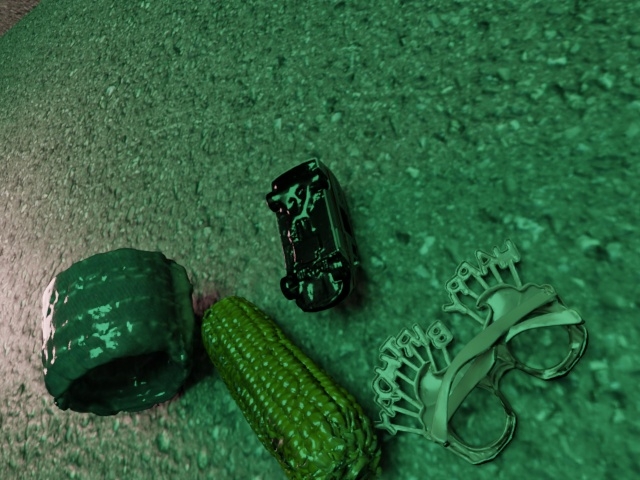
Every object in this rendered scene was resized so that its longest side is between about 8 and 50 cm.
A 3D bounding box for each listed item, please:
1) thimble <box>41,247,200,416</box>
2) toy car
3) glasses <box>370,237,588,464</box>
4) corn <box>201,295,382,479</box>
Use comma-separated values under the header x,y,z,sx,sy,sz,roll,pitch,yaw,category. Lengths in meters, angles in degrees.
x,y,z,sx,sy,sz,roll,pitch,yaw,category
-0.281,0.138,0.685,0.236,0.205,0.172,-35,55,21,thimble
0.000,0.000,0.630,0.089,0.108,0.210,-24,60,20,toy car
0.141,0.110,0.486,0.255,0.095,0.162,-49,42,1,glasses
-0.052,0.177,0.574,0.115,0.115,0.318,-54,44,0,corn
